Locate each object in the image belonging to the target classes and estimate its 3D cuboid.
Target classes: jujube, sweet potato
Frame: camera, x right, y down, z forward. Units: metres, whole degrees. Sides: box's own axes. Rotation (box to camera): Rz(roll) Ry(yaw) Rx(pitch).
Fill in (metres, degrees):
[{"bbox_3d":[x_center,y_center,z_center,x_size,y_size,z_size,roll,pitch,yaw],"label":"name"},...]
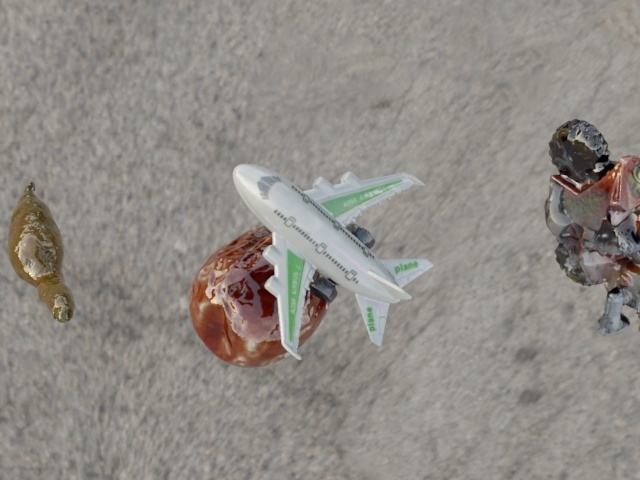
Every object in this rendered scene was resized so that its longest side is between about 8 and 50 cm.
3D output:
[{"bbox_3d":[-0.061,0.059,1.286,0.168,0.168,0.236,43,42,4],"label":"jujube"},{"bbox_3d":[-0.366,0.025,1.306,0.074,0.075,0.269,-16,45,-16],"label":"sweet potato"}]

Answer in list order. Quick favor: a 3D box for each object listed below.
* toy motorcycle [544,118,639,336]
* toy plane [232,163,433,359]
[{"bbox_3d":[0.423,0.018,1.422,0.134,0.401,0.207,-37,45,-28],"label":"toy motorcycle"},{"bbox_3d":[-0.001,0.001,1.141,0.255,0.101,0.251,38,76,-11],"label":"toy plane"}]
